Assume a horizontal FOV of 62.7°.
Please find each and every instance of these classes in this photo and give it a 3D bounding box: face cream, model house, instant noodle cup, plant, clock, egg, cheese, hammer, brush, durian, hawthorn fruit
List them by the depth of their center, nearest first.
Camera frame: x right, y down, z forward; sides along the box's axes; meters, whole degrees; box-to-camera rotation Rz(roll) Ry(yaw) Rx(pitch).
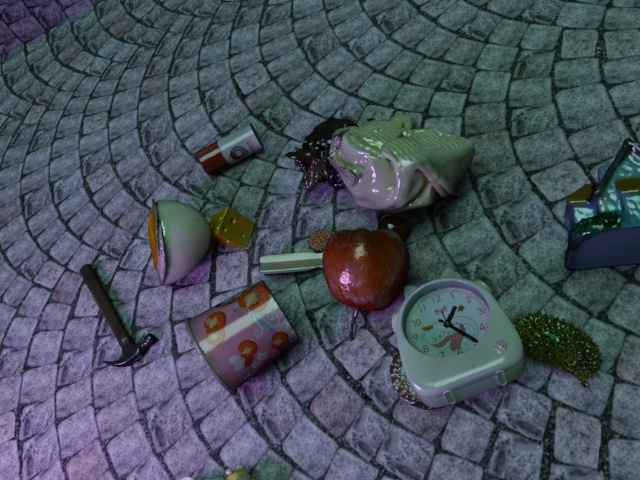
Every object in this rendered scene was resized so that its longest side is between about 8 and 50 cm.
[{"bbox_3d":[0.540,0.231,1.205,0.220,0.095,0.137,30,78,26],"label":"durian"},{"bbox_3d":[0.669,-0.092,1.210,0.230,0.280,0.249,-8,67,16],"label":"model house"},{"bbox_3d":[0.313,0.212,1.262,0.265,0.109,0.324,-24,44,10],"label":"clock"},{"bbox_3d":[0.125,0.075,1.362,0.231,0.235,0.263,-21,65,0],"label":"hawthorn fruit"},{"bbox_3d":[-0.199,0.248,1.409,0.231,0.243,0.243,-33,57,-6],"label":"instant noodle cup"},{"bbox_3d":[-0.022,0.067,1.539,0.321,0.050,0.060,-5,59,10],"label":"brush"},{"bbox_3d":[0.031,-0.252,1.598,0.178,0.204,0.234,15,59,37],"label":"plant"},{"bbox_3d":[-0.439,0.006,1.645,0.174,0.286,0.264,-3,63,-24],"label":"egg"},{"bbox_3d":[-0.318,-0.043,1.692,0.171,0.126,0.093,5,70,44],"label":"cheese"},{"bbox_3d":[-0.686,0.228,1.710,0.168,0.044,0.440,-40,56,-4],"label":"hammer"},{"bbox_3d":[-0.311,-0.313,1.816,0.214,0.096,0.096,-27,57,7],"label":"face cream"}]

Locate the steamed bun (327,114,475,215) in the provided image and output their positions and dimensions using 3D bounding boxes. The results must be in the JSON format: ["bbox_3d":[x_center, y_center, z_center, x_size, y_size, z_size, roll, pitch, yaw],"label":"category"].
[{"bbox_3d":[0.215,-0.192,1.474,0.394,0.238,0.347,7,33,5],"label":"steamed bun"}]

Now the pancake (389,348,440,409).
[{"bbox_3d":[0.269,0.322,1.303,0.199,0.021,0.199,-9,61,17],"label":"pancake"}]

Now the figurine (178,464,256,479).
[{"bbox_3d":[-0.238,0.626,1.280,0.235,0.127,0.155,36,99,35],"label":"figurine"}]

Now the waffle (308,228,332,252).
[{"bbox_3d":[0.000,0.000,1.571,0.083,0.029,0.075,14,67,30],"label":"waffle"}]

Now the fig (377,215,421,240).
[{"bbox_3d":[0.225,-0.033,1.483,0.125,0.089,0.089,-12,56,-18],"label":"fig"}]
